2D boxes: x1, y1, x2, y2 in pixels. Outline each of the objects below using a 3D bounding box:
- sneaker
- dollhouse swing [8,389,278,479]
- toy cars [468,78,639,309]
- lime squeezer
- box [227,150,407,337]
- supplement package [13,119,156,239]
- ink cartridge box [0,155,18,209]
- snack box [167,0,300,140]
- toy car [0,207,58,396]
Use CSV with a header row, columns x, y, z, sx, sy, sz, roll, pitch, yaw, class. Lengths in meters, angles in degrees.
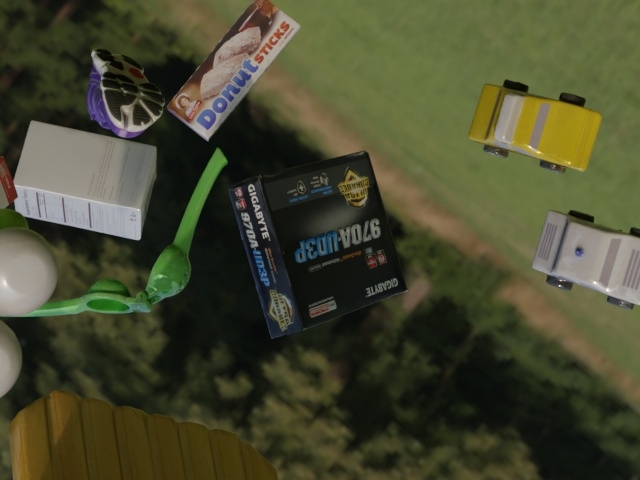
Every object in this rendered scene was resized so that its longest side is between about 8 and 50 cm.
x,y,z,sx,sy,sz,roll,pitch,yaw,class
-0.206,-0.139,1.685,0.068,0.071,0.170,13,-159,-20,sneaker
-0.087,0.244,1.459,0.347,0.315,0.305,18,-126,-31,dollhouse swing
0.297,-0.067,2.061,0.087,0.176,0.393,12,-133,-48,toy cars
-0.208,0.029,1.697,0.110,0.310,0.059,57,176,3,lime squeezer
0.000,0.000,1.834,0.220,0.051,0.175,-16,-90,-54,box
-0.325,-0.082,2.258,0.179,0.105,0.105,12,156,-1,supplement package
-0.418,-0.042,1.850,0.135,0.099,0.056,-60,-45,-67,ink cartridge box
-0.103,-0.206,1.943,0.064,0.178,0.022,38,171,-1,snack box
-0.319,0.048,1.396,0.136,0.182,0.159,26,172,-28,toy car
